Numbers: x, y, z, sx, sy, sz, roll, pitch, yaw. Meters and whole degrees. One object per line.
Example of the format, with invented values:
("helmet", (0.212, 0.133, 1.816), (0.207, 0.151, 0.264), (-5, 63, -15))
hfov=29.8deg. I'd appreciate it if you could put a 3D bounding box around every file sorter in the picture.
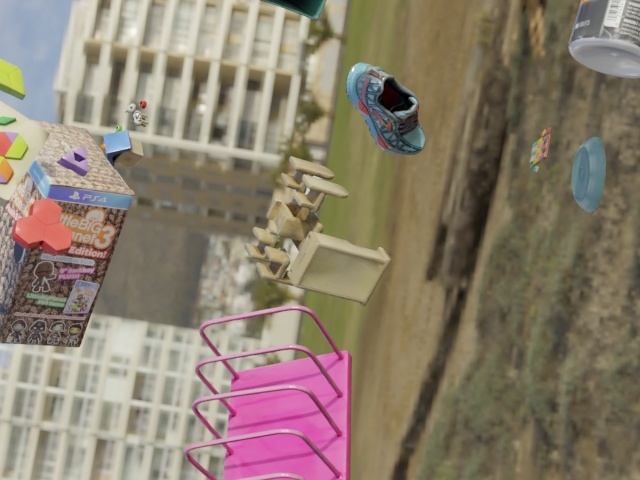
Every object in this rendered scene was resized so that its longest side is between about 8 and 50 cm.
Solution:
("file sorter", (-0.080, 0.267, 1.764), (0.182, 0.202, 0.291), (57, -152, -47))

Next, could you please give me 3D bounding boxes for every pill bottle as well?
("pill bottle", (0.427, -0.355, 1.626), (0.130, 0.130, 0.246), (110, 177, -81))

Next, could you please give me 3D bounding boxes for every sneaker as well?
("sneaker", (0.157, -0.261, 2.522), (0.262, 0.125, 0.104), (45, -109, -39))

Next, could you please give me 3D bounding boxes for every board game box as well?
("board game box", (-0.444, -0.013, 1.931), (0.232, 0.141, 0.291), (47, 121, 47))

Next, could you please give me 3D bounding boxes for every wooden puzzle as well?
("wooden puzzle", (0.381, -0.156, 2.091), (0.049, 0.006, 0.083), (-40, 32, 58))

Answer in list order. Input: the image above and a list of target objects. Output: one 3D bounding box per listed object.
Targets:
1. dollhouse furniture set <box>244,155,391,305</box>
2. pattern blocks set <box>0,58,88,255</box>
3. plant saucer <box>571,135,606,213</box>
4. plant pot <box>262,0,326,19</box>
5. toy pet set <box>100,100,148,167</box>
("dollhouse furniture set", (0.000, 0.000, 2.269), (0.212, 0.161, 0.242), (-62, 33, 21))
("pattern blocks set", (-0.465, -0.135, 1.604), (0.026, 0.324, 0.286), (-42, 36, 49))
("plant saucer", (0.408, -0.101, 1.845), (0.119, 0.021, 0.119), (-178, 90, -85))
("plant pot", (-0.093, -0.577, 2.396), (0.234, 0.165, 0.166), (43, 113, 43))
("toy pet set", (-0.356, -0.179, 2.088), (0.122, 0.065, 0.114), (-41, 48, 32))
